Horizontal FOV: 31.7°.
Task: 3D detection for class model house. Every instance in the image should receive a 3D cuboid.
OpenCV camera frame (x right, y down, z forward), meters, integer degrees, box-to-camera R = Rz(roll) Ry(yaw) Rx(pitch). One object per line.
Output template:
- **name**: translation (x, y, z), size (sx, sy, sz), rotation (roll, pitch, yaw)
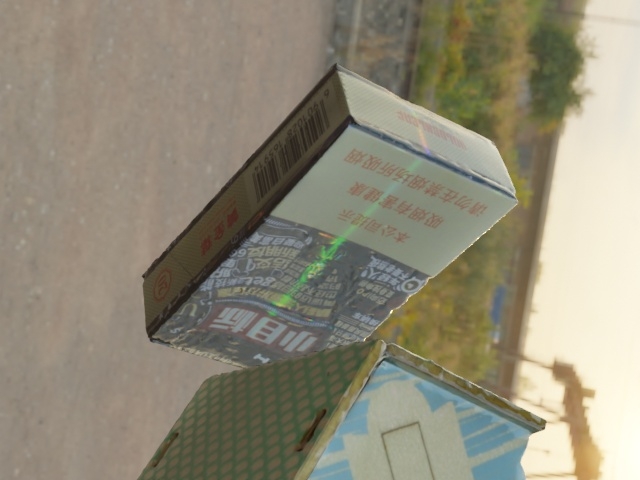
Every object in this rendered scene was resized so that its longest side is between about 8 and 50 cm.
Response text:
- **model house**: translation (0.019, 0.143, 0.441), size (0.178, 0.271, 0.206), rotation (-24, -101, 56)

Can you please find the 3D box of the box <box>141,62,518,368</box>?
- **box**: translation (0.000, 0.000, 1.029), size (0.310, 0.198, 0.084), rotation (-45, -139, 31)
